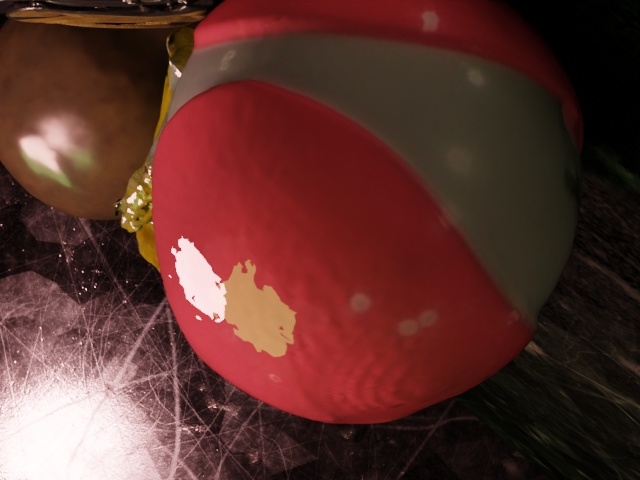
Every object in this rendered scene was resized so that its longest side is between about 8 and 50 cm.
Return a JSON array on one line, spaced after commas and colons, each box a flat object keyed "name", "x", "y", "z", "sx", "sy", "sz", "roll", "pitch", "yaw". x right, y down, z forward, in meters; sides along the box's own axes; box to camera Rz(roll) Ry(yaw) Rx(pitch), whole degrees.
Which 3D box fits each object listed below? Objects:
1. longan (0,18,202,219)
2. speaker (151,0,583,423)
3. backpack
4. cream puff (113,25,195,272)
[{"name": "longan", "x": -0.228, "y": -0.161, "z": 1.291, "sx": 0.297, "sy": 0.297, "sz": 0.297, "roll": 39, "pitch": 173, "yaw": 5}, {"name": "speaker", "x": 0.027, "y": -0.025, "z": 0.733, "sx": 0.294, "sy": 0.294, "sz": 0.294, "roll": 39, "pitch": 173, "yaw": 5}, {"name": "backpack", "x": -0.227, "y": -0.249, "z": 1.023, "sx": 0.206, "sy": 0.258, "sz": 0.133, "roll": -163, "pitch": 67, "yaw": -82}, {"name": "cream puff", "x": -0.088, "y": -0.068, "z": 1.020, "sx": 0.185, "sy": 0.282, "sz": 0.282, "roll": -5, "pitch": -154, "yaw": -38}]
